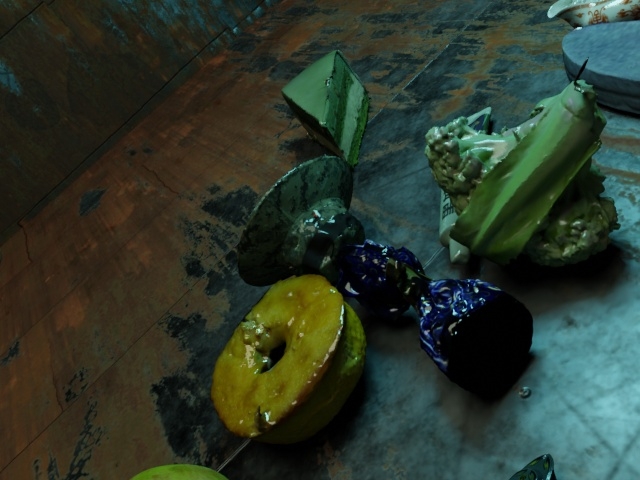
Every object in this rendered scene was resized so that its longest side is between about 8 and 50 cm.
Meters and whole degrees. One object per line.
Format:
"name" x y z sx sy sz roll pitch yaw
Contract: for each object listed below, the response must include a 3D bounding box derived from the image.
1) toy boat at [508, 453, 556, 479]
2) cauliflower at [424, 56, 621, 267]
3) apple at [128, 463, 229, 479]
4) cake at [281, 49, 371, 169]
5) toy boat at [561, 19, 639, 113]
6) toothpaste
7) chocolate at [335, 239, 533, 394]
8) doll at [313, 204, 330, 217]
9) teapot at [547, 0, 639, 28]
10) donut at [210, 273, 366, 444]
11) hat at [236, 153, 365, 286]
"toy boat" 0.186 0.264 0.619 0.141 0.060 0.055 -46 7 -20
"cauliflower" 0.275 -0.099 0.802 0.315 0.239 0.256 116 142 -50
"apple" -0.173 0.360 0.752 0.196 0.196 0.196 -27 33 19
"cake" -0.003 -0.258 1.414 0.172 0.158 0.283 -22 38 28
"toy boat" 0.471 -0.271 0.989 0.127 0.078 0.283 -41 32 3
"toothpaste" 0.232 -0.099 1.036 0.099 0.061 0.392 -23 33 30
"chocolate" 0.120 0.069 0.859 0.126 0.148 0.343 -45 33 -9
"doll" -0.002 -0.044 1.241 0.085 0.040 0.058 -44 41 -9
"teapot" 0.523 -0.421 1.098 0.245 0.116 0.159 -36 18 11
"donut" -0.047 0.167 0.905 0.253 0.118 0.253 -33 39 32
"hat" 0.000 0.000 1.059 0.128 0.265 0.265 36 76 27
